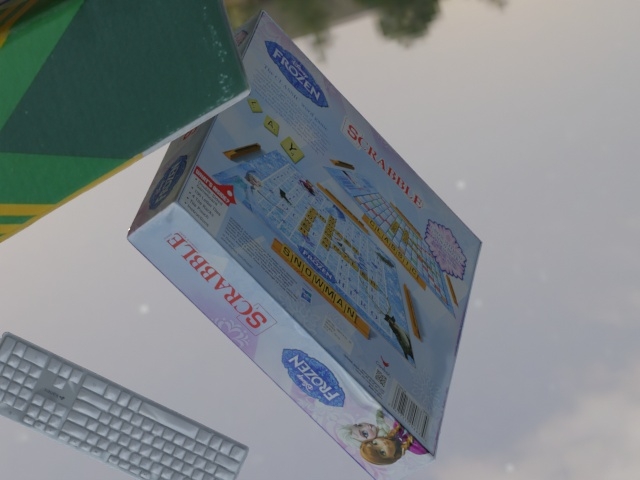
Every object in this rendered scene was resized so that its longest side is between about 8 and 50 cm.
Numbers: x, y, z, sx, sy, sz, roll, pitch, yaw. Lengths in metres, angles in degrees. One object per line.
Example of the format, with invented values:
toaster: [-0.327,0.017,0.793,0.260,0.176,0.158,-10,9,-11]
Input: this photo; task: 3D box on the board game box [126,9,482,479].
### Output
board game box: [0.000,0.000,1.674,0.066,0.319,0.318,-32,-158,31]

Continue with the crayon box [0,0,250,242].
crayon box: [-0.215,-0.035,0.800,0.203,0.083,0.323,9,-145,45]

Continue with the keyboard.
keyboard: [-0.191,0.170,1.771,0.072,0.256,0.014,-65,-167,-8]
